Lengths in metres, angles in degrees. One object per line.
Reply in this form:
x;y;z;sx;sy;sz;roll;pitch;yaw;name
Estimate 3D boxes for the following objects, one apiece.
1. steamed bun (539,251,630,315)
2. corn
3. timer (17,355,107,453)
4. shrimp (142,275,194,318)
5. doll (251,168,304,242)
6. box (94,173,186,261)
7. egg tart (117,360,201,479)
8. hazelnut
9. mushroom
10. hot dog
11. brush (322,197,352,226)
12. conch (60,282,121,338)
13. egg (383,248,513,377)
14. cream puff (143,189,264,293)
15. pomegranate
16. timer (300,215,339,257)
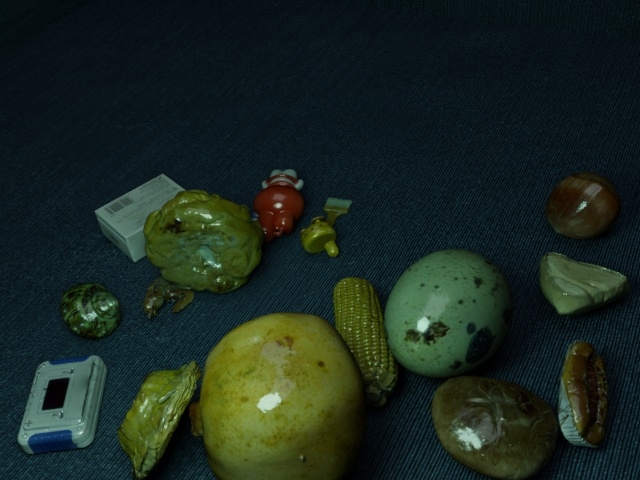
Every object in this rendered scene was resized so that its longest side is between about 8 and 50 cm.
0.645;0.131;1.941;0.231;0.111;0.212;22;32;33;steamed bun
0.104;0.236;1.879;0.143;0.144;0.387;-8;43;-1;corn
-0.630;0.393;1.855;0.178;0.078;0.253;-7;42;1;timer
-0.425;0.153;2.114;0.132;0.052;0.187;5;39;13;shrimp
-0.128;-0.105;2.308;0.160;0.130;0.290;1;48;6;doll
-0.531;-0.075;2.344;0.260;0.111;0.194;-32;47;-28;box
-0.368;0.383;1.677;0.116;0.295;0.295;25;44;-7;egg tart
0.741;-0.094;2.143;0.214;0.176;0.214;-38;21;18;hazelnut
0.380;0.397;1.653;0.278;0.146;0.278;1;39;-1;mushroom
0.591;0.340;1.702;0.075;0.144;0.268;-25;32;40;hot dog
0.032;-0.059;2.321;0.082;0.010;0.218;8;45;16;brush
-0.618;0.179;2.061;0.181;0.124;0.187;9;36;14;conch
0.303;0.174;1.797;0.287;0.288;0.379;13;31;21;egg
-0.316;-0.023;2.115;0.324;0.291;0.257;8;32;-1;cream puff
-0.090;0.356;1.588;0.416;0.417;0.417;-4;41;4;pomegranate
0.000;0.000;2.190;0.107;0.107;0.109;-21;61;-15;timer
